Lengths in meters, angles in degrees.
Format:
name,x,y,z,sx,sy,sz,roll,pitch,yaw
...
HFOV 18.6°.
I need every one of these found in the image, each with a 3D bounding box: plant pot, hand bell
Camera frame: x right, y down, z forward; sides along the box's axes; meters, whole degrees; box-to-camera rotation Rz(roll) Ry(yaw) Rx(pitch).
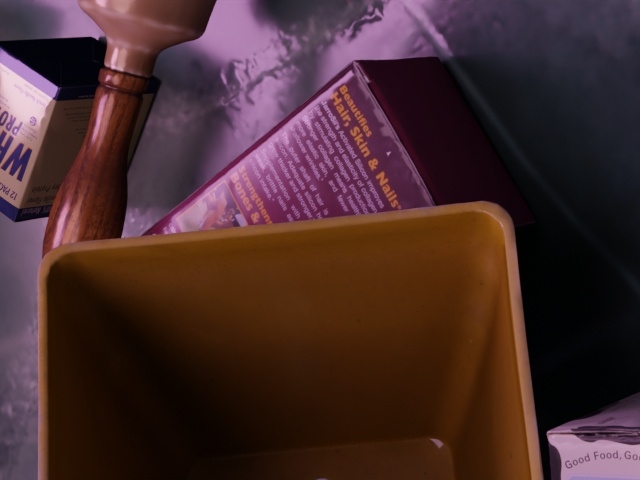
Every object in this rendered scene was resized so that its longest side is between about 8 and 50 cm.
name,x,y,z,sx,sy,sz,roll,pitch,yaw
plant pot,-0.005,0.128,0.897,0.212,0.187,0.212,-6,62,4
hand bell,-0.102,-0.073,1.002,0.126,0.126,0.242,18,97,31

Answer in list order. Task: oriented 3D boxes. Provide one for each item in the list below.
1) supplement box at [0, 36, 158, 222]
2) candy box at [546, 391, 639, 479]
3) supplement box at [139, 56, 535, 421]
name,x,y,z,sx,sy,sz,roll,pitch,yaw
supplement box,-0.148,-0.063,1.082,0.056,0.083,0.083,34,115,27
candy box,0.170,0.182,0.852,0.071,0.159,0.233,-3,95,32
supplement box,0.000,0.000,0.991,0.188,0.081,0.104,-37,76,33
